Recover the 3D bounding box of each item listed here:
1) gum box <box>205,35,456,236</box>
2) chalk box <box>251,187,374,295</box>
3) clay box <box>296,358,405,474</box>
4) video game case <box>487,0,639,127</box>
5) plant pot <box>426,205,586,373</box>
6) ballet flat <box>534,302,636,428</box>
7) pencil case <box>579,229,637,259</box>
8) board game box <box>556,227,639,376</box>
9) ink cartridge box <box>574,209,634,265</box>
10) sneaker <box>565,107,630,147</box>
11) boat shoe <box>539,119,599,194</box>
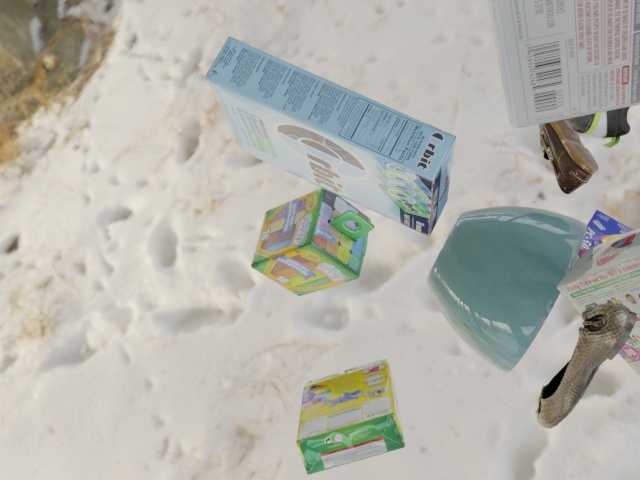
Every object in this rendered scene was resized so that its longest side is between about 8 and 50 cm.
[{"bbox_3d":[0.012,-0.076,0.723,0.184,0.157,0.041,26,79,12],"label":"gum box"},{"bbox_3d":[0.000,0.000,1.670,0.213,0.132,0.132,-20,46,44],"label":"chalk box"},{"bbox_3d":[0.040,0.224,1.206,0.127,0.053,0.222,-17,9,5],"label":"clay box"},{"bbox_3d":[0.267,-0.201,0.646,0.300,0.329,0.036,-10,64,13],"label":"video game case"},{"bbox_3d":[0.298,0.055,1.576,0.195,0.290,0.290,27,73,6],"label":"plant pot"},{"bbox_3d":[0.323,0.159,1.168,0.058,0.250,0.084,26,51,7],"label":"ballet flat"},{"bbox_3d":[0.543,0.022,1.474,0.236,0.104,0.104,-17,47,50],"label":"pencil case"},{"bbox_3d":[0.509,0.125,1.270,0.097,0.303,0.224,-44,2,-22],"label":"board game box"},{"bbox_3d":[0.556,0.025,1.841,0.097,0.207,0.046,31,65,13],"label":"ink cartridge box"},{"bbox_3d":[0.393,-0.238,1.185,0.084,0.097,0.234,-108,34,-75],"label":"sneaker"},{"bbox_3d":[0.415,-0.167,1.599,0.073,0.073,0.207,-52,29,34],"label":"boat shoe"}]
